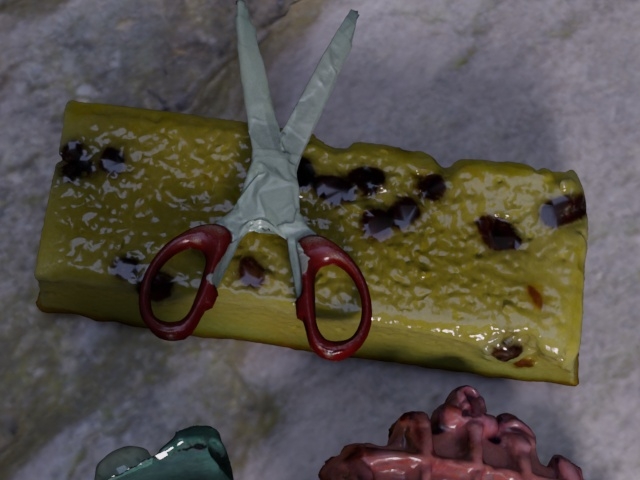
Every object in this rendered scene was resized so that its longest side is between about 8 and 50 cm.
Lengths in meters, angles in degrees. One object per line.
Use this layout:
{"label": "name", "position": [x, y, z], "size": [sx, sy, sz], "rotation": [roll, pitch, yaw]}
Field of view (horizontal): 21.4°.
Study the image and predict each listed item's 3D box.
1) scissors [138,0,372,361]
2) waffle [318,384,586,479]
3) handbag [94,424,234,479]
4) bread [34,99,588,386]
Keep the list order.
{"label": "scissors", "position": [-0.029, -0.045, 1.083], "size": [0.144, 0.017, 0.248], "rotation": [7, 66, 1]}
{"label": "waffle", "position": [0.085, 0.206, 1.006], "size": [0.234, 0.055, 0.221], "rotation": [-32, 77, -32]}
{"label": "handbag", "position": [-0.160, 0.200, 0.911], "size": [0.268, 0.274, 0.100], "rotation": [-27, 77, -10]}
{"label": "bread", "position": [0.000, 0.000, 1.114], "size": [0.361, 0.077, 0.138], "rotation": [8, 67, 2]}
